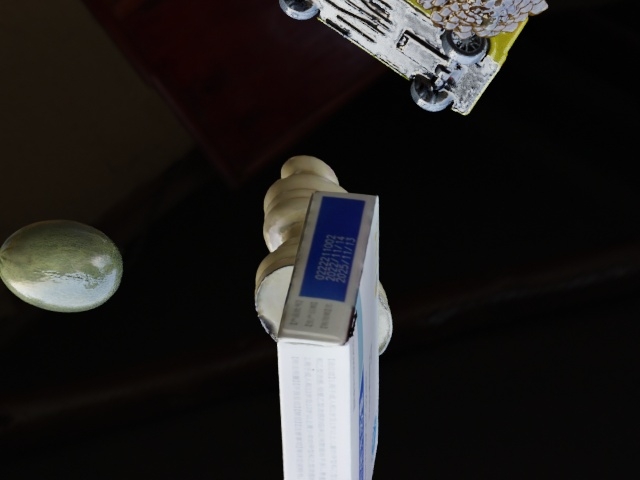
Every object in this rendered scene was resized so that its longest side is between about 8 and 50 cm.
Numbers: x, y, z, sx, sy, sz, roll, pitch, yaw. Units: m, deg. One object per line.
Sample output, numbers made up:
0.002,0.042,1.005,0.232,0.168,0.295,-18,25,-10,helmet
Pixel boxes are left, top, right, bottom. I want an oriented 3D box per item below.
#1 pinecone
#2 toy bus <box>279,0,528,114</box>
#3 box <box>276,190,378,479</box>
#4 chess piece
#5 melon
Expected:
0.177,-0.305,1.719,0.173,0.173,0.174,-26,-149,17,pinecone
0.101,-0.320,2.076,0.151,0.331,0.145,-54,178,-30,toy bus
0.012,0.146,1.448,0.065,0.343,0.200,5,-139,8,box
0.000,0.000,1.702,0.138,0.124,0.307,-2,-149,0,chess piece
-0.270,0.027,1.623,0.098,0.130,0.098,-175,-90,-67,melon
